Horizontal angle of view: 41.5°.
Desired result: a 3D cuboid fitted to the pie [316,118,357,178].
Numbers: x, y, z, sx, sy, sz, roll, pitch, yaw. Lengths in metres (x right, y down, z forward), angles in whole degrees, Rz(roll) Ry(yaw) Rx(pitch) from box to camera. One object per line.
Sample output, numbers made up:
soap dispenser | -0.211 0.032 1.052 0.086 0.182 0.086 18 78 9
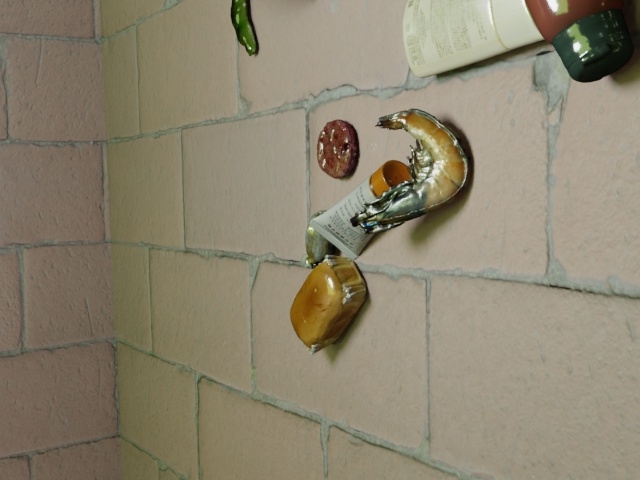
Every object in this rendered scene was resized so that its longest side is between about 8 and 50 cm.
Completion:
pie | 0.040 -0.218 2.017 0.154 0.038 0.153 7 99 60

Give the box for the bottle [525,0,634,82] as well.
bottle | 0.383 -0.412 1.335 0.144 0.144 0.336 -34 71 54

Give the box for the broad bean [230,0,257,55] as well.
broad bean | -0.204 -0.667 2.341 0.144 0.049 0.291 34 121 50

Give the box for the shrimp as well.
shrimp | 0.154 -0.139 1.704 0.290 0.054 0.222 -33 85 24

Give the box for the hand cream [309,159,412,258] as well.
hand cream | 0.099 -0.059 1.889 0.140 0.089 0.314 41 138 -7

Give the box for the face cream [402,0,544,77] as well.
face cream | 0.285 -0.417 1.559 0.349 0.081 0.173 -5 88 58

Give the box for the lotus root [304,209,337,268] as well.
lotus root | 0.003 0.000 2.061 0.088 0.088 0.165 40 127 49

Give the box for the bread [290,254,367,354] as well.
bread | 0.013 0.153 2.037 0.136 0.107 0.241 61 141 30
